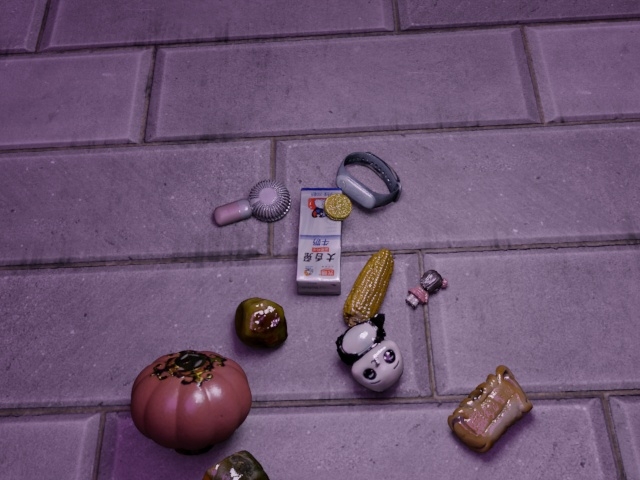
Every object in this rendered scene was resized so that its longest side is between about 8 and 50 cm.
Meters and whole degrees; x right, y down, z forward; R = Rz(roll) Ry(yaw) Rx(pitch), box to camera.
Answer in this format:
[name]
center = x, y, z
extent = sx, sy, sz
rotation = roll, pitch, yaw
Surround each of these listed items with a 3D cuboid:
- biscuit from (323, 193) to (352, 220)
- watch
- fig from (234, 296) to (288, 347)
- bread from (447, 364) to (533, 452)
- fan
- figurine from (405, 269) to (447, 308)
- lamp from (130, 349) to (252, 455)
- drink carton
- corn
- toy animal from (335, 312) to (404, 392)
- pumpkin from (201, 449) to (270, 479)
[biscuit]
center = 0.051, -0.097, 1.962
extent = 0.084, 0.023, 0.084
rotation = 4, 61, -7
[watch]
center = 0.152, -0.186, 2.072
extent = 0.206, 0.068, 0.193
rotation = 35, 46, 12
[fig]
center = -0.170, 0.222, 1.859
extent = 0.165, 0.144, 0.154
rotation = 21, 28, 37
[bread]
center = 0.437, 0.434, 1.734
extent = 0.225, 0.081, 0.134
rotation = -37, 70, -17
[fan]
center = -0.211, -0.107, 2.082
extent = 0.244, 0.074, 0.130
rotation = -17, 73, 0
[figurine]
center = 0.300, 0.139, 1.920
extent = 0.072, 0.054, 0.129
rotation = 41, 73, 18
[lamp]
center = -0.326, 0.415, 1.708
extent = 0.305, 0.240, 0.305
rotation = 2, 18, -1
[drink carton]
center = 0.000, 0.000, 1.985
extent = 0.130, 0.106, 0.315
rotation = 0, 62, 5
[corn]
center = 0.137, 0.138, 1.909
extent = 0.097, 0.097, 0.262
rotation = 19, 63, 14
[toy animal]
center = 0.146, 0.302, 1.793
extent = 0.166, 0.138, 0.179
rotation = -37, 59, 3
[pumpkin]
center = -0.244, 0.638, 1.606
extent = 0.280, 0.190, 0.139
rotation = -38, 67, -15
